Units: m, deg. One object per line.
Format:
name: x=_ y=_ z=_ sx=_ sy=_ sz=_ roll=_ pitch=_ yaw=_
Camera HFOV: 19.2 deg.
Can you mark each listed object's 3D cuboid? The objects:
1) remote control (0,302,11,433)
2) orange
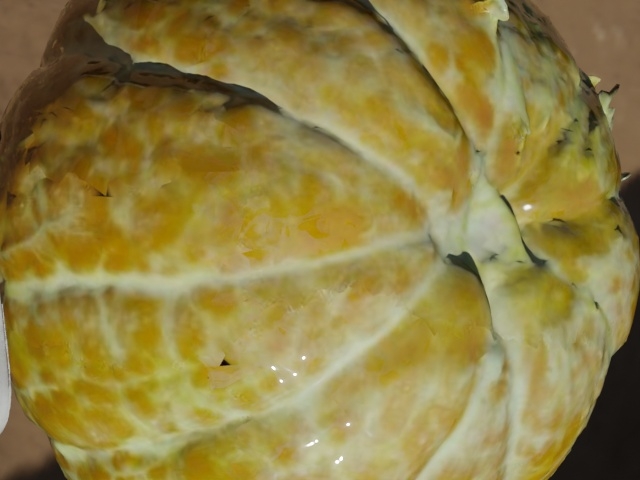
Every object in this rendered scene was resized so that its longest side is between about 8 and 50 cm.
remote control: x=-0.141 y=-0.041 z=0.653 sx=0.022 sy=0.077 sz=0.245 roll=-17 pitch=114 yaw=-37
orange: x=0.000 y=0.000 z=0.896 sx=0.329 sy=0.249 sz=0.329 roll=7 pitch=80 yaw=-40
